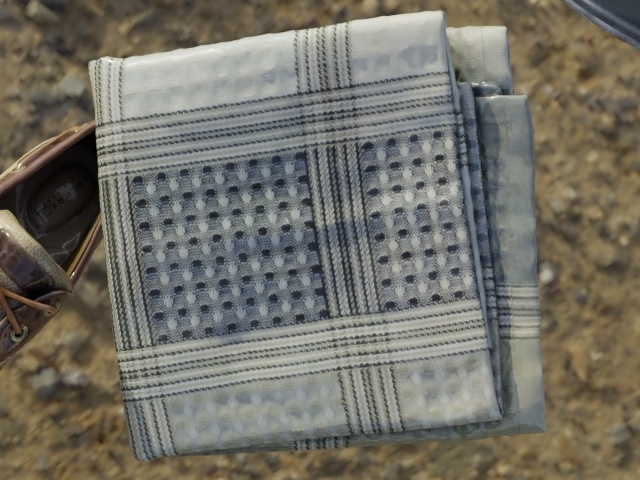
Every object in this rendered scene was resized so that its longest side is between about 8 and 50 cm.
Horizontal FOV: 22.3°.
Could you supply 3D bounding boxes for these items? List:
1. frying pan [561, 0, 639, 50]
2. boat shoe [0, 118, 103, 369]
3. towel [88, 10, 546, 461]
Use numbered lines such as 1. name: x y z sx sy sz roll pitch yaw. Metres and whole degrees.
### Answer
1. frying pan: 0.111 -0.153 0.576 0.197 0.053 0.326 -16 51 -34
2. boat shoe: -0.242 0.022 1.204 0.123 0.123 0.342 47 52 -7
3. towel: 0.000 0.000 1.188 0.324 0.056 0.312 -6 87 5
